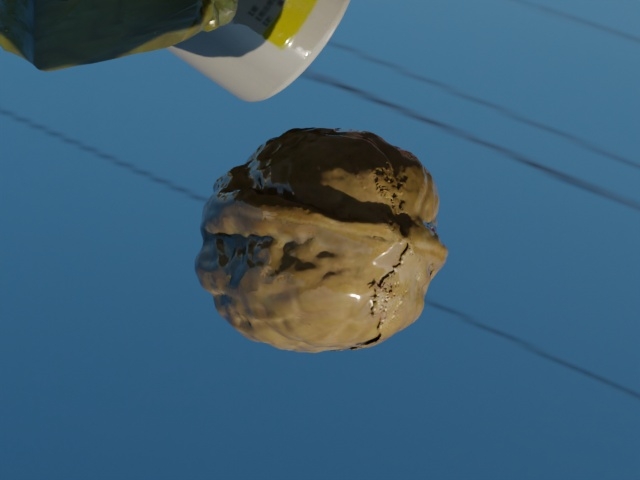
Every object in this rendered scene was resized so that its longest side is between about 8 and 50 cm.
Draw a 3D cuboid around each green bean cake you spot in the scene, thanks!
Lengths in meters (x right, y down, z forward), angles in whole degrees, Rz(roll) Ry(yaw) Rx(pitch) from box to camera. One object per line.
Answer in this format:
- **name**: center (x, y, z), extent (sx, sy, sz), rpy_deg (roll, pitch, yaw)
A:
- **green bean cake**: center (-0.144, -0.235, 1.034), extent (0.233, 0.236, 0.124), rpy_deg (-17, -104, -17)

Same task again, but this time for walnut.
- **walnut**: center (0.000, 0.000, 1.155), extent (0.198, 0.198, 0.245), rpy_deg (-7, -177, -35)

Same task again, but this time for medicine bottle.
- **medicine bottle**: center (-0.148, -0.313, 1.409), extent (0.340, 0.208, 0.208), rpy_deg (33, -159, -26)
